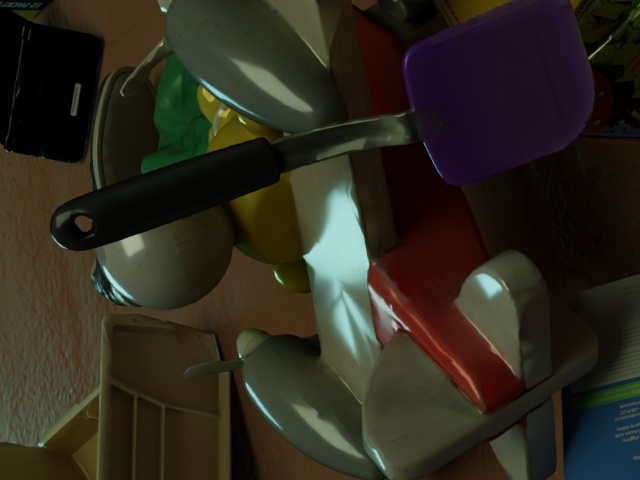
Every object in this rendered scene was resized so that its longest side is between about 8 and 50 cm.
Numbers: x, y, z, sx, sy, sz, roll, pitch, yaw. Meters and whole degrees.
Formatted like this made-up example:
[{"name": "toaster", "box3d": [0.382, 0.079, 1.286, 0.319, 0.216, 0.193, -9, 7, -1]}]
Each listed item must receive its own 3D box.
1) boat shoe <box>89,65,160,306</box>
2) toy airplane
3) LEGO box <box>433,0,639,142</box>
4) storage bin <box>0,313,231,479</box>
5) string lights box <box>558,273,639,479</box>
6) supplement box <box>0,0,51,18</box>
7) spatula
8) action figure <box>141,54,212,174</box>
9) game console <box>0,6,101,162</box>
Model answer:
[{"name": "boat shoe", "box3d": [-0.177, -0.046, 1.694, 0.065, 0.075, 0.206, 4, 98, 50]}, {"name": "toy airplane", "box3d": [0.000, 0.000, 1.214, 0.384, 0.272, 0.386, -162, 59, -84]}, {"name": "LEGO box", "box3d": [0.163, -0.363, 1.134, 0.372, 0.193, 0.500, -54, 50, 39]}, {"name": "storage bin", "box3d": [-0.188, 0.228, 1.627, 0.262, 0.123, 0.260, -43, 40, 45]}, {"name": "string lights box", "box3d": [0.210, 0.150, 1.138, 0.133, 0.077, 0.259, -21, 64, 52]}, {"name": "supplement box", "box3d": [-0.292, -0.330, 1.798, 0.194, 0.129, 0.191, -30, 67, 49]}, {"name": "spatula", "box3d": [-0.003, -0.047, 1.022, 0.030, 0.296, 0.084, -76, -33, -69]}, {"name": "action figure", "box3d": [-0.058, -0.095, 1.542, 0.232, 0.063, 0.137, 1, 89, 57]}, {"name": "game console", "box3d": [-0.259, -0.144, 1.818, 0.071, 0.107, 0.122, -83, 4, -74]}]
